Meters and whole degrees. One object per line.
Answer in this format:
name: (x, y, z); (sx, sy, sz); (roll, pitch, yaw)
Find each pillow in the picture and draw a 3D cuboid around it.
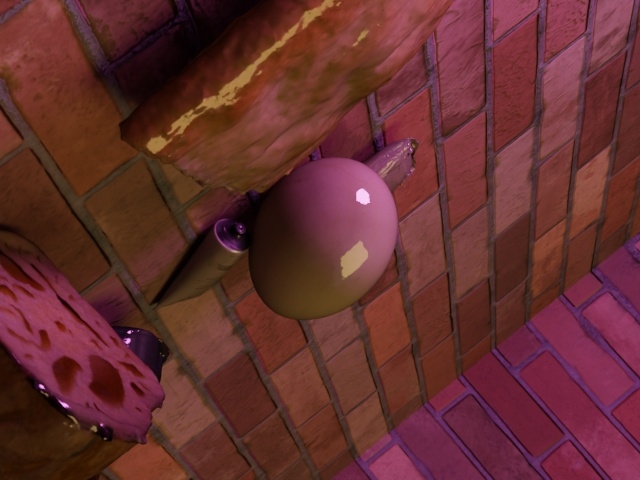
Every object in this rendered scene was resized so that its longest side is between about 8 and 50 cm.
pillow: (0.054, -0.069, 2.302); (0.208, 0.053, 0.119); (-37, 162, -7)

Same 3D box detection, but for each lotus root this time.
lotus root: (-0.348, 0.144, 1.663); (0.250, 0.316, 0.316); (-35, 161, 5)

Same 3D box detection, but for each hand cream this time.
hand cream: (-0.151, 0.034, 2.163); (0.087, 0.054, 0.186); (-16, 156, -44)

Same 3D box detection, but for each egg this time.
egg: (0.000, 0.000, 2.151); (0.186, 0.186, 0.241); (-14, 148, -52)

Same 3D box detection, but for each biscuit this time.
biscuit: (0.003, -0.200, 1.812); (0.446, 0.104, 0.429); (-41, 167, -2)

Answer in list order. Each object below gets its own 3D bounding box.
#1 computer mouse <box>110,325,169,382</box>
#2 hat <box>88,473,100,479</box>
computer mouse: (-0.338, 0.189, 2.102); (0.295, 0.087, 0.168); (-25, 156, -5)
hat: (-0.402, 0.342, 2.302); (0.205, 0.089, 0.205); (-34, 155, -19)
